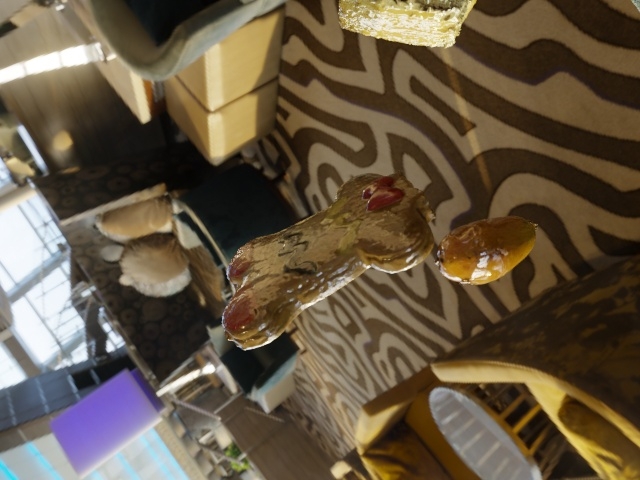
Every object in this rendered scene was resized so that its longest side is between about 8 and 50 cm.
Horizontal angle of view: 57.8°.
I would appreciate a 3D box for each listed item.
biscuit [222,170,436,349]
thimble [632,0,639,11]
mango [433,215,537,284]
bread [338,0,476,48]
[{"bbox_3d":[0.000,0.000,1.036,0.076,0.394,0.368,58,-173,-24],"label":"biscuit"},{"bbox_3d":[0.749,-0.526,1.138,0.237,0.237,0.150,48,158,19],"label":"thimble"},{"bbox_3d":[0.171,0.009,0.592,0.077,0.127,0.063,-32,76,57],"label":"mango"},{"bbox_3d":[0.146,-0.418,1.000,0.245,0.121,0.174,9,175,2],"label":"bread"}]
